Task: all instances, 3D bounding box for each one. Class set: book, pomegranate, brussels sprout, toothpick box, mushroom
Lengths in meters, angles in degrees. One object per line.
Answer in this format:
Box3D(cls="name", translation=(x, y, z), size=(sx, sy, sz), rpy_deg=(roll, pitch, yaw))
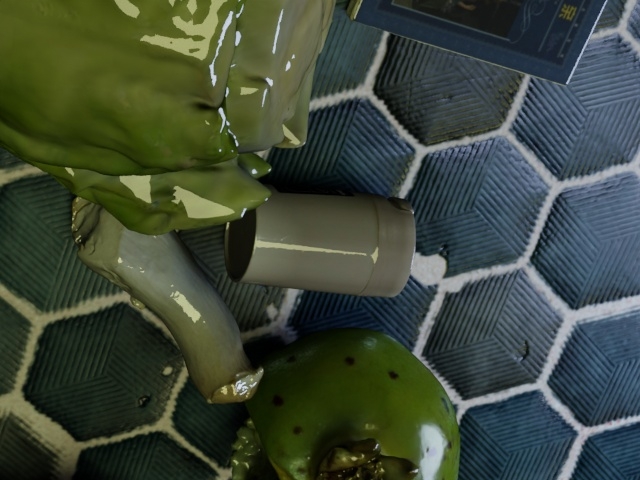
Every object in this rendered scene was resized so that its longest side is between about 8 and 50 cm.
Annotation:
Box3D(cls="book", translation=(0.179, -0.278, 1.886), size=(0.269, 0.025, 0.191), rpy_deg=(14, 112, -25))
Box3D(cls="pomegranate", translation=(0.033, 0.226, 1.949), size=(0.260, 0.340, 0.260), rpy_deg=(-1, 95, -13))
Box3D(cls="brussels sprout", translation=(-0.183, -0.219, 1.623), size=(0.361, 0.342, 0.425), rpy_deg=(20, 153, 12))
Box3D(cls="toothpick box", translation=(0.000, 0.000, 1.931), size=(0.180, 0.111, 0.111), rpy_deg=(6, 116, -20))
Box3D(cls="mushroom", translation=(-0.155, 0.053, 1.887), size=(0.099, 0.096, 0.278), rpy_deg=(-34, 103, 15))
